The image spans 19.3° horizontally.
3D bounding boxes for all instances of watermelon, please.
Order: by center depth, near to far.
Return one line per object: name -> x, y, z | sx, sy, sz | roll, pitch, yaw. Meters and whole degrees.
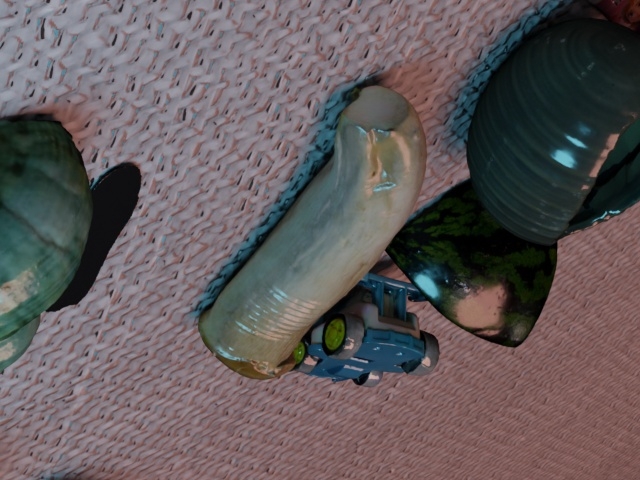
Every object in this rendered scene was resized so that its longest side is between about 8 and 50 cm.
watermelon -> 0.177, 0.002, 1.943 | 0.193, 0.137, 0.145 | 37, 112, -23

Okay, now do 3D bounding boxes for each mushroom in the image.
mushroom -> 0.000, 0.000, 1.697 | 0.123, 0.095, 0.351 | 3, 136, -32

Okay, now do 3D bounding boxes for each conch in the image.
conch -> -0.239, 0.018, 1.340 | 0.188, 0.122, 0.176 | -49, 180, 36

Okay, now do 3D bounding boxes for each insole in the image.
insole -> -0.186, 0.000, 1.531 | 0.064, 0.004, 0.188 | -18, 151, -38

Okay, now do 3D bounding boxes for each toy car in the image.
toy car -> 0.040, 0.094, 1.969 | 0.126, 0.098, 0.161 | 15, 159, -31

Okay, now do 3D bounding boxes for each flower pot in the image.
flower pot -> 0.233, -0.101, 1.754 | 0.189, 0.157, 0.243 | -24, 154, -32

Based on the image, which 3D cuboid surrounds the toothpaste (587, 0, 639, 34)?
toothpaste -> 0.332, -0.214, 1.829 | 0.096, 0.061, 0.266 | -39, 152, 8
